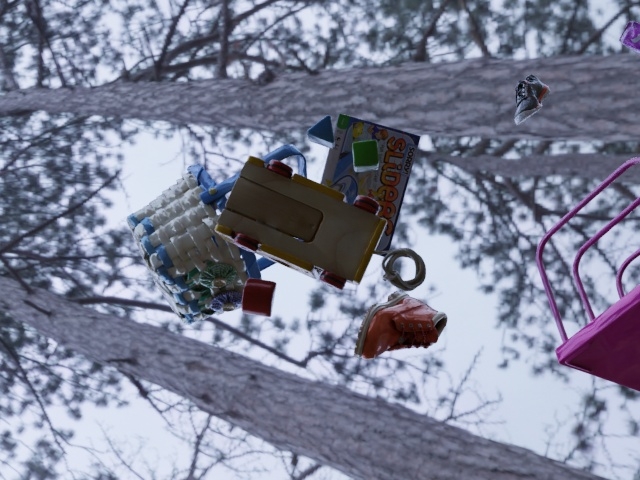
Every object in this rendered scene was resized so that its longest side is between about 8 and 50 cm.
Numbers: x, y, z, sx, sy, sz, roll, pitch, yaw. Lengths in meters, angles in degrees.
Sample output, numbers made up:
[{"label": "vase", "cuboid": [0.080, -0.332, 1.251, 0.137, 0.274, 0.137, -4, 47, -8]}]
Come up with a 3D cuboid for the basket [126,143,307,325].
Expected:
[{"label": "basket", "cuboid": [-0.138, -0.008, 1.314, 0.289, 0.201, 0.255, -34, -32, -13]}]

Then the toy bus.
[{"label": "toy bus", "cuboid": [-0.009, -0.010, 0.886, 0.191, 0.104, 0.202, -20, -100, 0]}]

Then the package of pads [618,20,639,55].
[{"label": "package of pads", "cuboid": [0.407, -0.235, 1.001, 0.083, 0.050, 0.032, 13, -71, -43]}]

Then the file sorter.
[{"label": "file sorter", "cuboid": [0.431, 0.055, 0.967, 0.290, 0.202, 0.182, 20, -138, -25]}]

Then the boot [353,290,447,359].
[{"label": "boot", "cuboid": [0.102, 0.114, 1.038, 0.158, 0.084, 0.059, -30, -45, -52]}]

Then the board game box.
[{"label": "board game box", "cuboid": [0.067, -0.086, 1.311, 0.136, 0.035, 0.201, 14, -88, -3]}]

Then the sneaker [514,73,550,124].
[{"label": "sneaker", "cuboid": [0.407, -0.285, 1.645, 0.065, 0.061, 0.158, 48, -141, -7]}]
